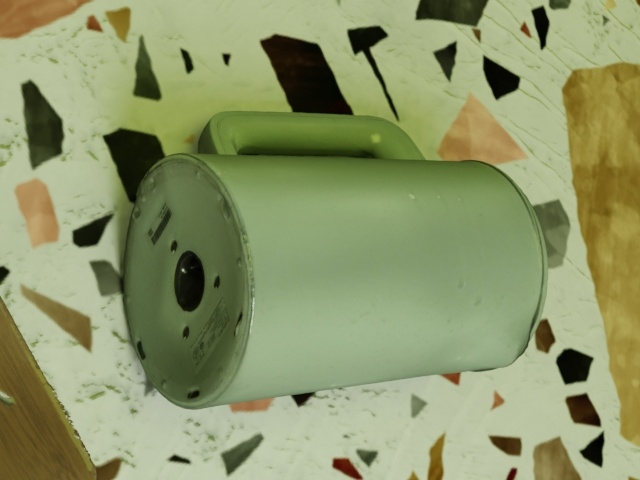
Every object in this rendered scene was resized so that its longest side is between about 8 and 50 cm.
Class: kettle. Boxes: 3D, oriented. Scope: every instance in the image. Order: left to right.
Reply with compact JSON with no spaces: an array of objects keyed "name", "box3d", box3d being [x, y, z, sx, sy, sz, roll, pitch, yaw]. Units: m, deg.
[{"name":"kettle","box3d":[0.000,0.016,1.360,0.318,0.265,0.205,-3,110,-34]}]

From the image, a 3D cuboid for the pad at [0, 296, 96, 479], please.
[{"name":"pad","box3d":[-0.338,0.135,1.184,0.284,0.018,0.286,-32,94,-36]}]
